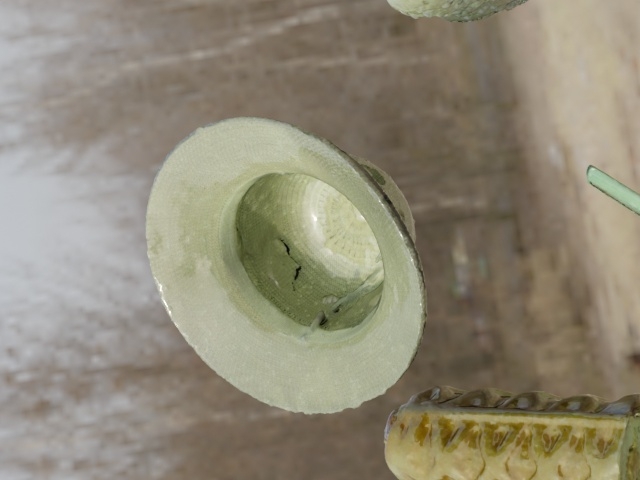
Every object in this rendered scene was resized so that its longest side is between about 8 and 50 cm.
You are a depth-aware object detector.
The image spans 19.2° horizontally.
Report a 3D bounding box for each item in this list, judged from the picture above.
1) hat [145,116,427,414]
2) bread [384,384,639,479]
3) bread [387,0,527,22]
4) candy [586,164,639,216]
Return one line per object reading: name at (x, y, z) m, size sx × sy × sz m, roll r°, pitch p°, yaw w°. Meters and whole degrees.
hat at (0.000, 0.000, 1.511) m, size 0.130 × 0.257 × 0.257 m, roll -36°, pitch -57°, yaw -49°
bread at (0.165, 0.169, 1.557) m, size 0.087 × 0.269 × 0.098 m, roll 28°, pitch -111°, yaw -44°
bread at (0.141, -0.231, 1.525) m, size 0.064 × 0.172 × 0.232 m, roll 58°, pitch -163°, yaw 11°
candy at (0.342, 0.026, 1.476) m, size 0.335 × 0.092 × 0.093 m, roll 34°, pitch 164°, yaw 26°
